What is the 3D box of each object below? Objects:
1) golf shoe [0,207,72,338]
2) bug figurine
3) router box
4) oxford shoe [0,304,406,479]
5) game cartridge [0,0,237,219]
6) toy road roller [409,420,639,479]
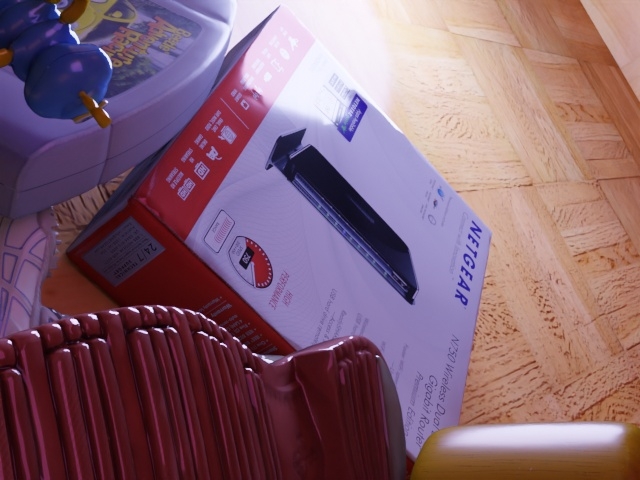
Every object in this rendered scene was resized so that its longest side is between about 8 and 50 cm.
[{"bbox_3d":[-0.191,0.019,0.515,0.086,0.069,0.176,3,58,-44],"label":"golf shoe"},{"bbox_3d":[-0.237,-0.074,0.435,0.216,0.279,0.072,52,-11,22],"label":"bug figurine"},{"bbox_3d":[0.000,0.000,0.755,0.301,0.082,0.335,45,35,-16],"label":"router box"},{"bbox_3d":[-0.082,0.116,0.437,0.397,0.147,0.140,21,59,-65],"label":"oxford shoe"},{"bbox_3d":[-0.174,-0.128,0.603,0.196,0.060,0.294,29,36,1],"label":"game cartridge"},{"bbox_3d":[0.124,0.252,0.527,0.329,0.203,0.240,-47,124,-58],"label":"toy road roller"}]
